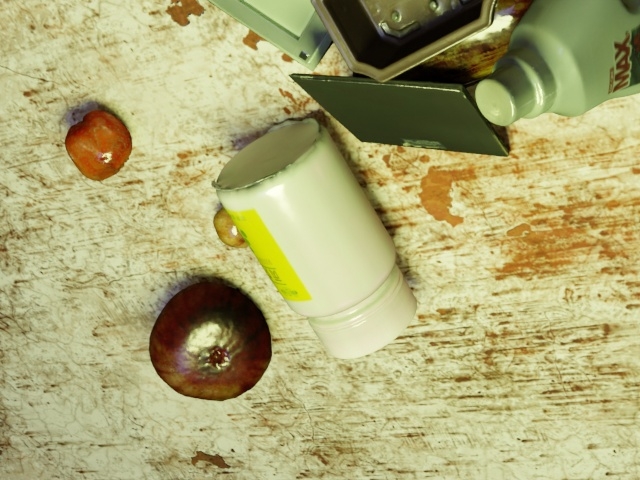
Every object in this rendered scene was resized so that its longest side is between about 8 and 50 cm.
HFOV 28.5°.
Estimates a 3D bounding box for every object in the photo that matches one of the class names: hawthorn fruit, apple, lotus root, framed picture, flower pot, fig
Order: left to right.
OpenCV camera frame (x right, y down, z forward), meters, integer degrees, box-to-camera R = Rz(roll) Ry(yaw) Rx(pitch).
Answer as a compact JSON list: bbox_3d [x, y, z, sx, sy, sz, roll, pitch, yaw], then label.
[{"bbox_3d":[-0.391,-0.170,2.233,0.128,0.128,0.128,14,132,15],"label":"hawthorn fruit"},{"bbox_3d":[-0.207,0.189,2.399,0.235,0.214,0.235,3,105,12],"label":"fig"},{"bbox_3d":[-0.151,-0.028,2.261,0.071,0.084,0.084,12,138,54],"label":"apple"},{"bbox_3d":[0.128,-0.186,1.884,0.255,0.014,0.339,7,170,21],"label":"framed picture"},{"bbox_3d":[0.121,-0.328,1.632,0.251,0.084,0.178,-23,101,38],"label":"flower pot"},{"bbox_3d":[0.200,-0.319,1.756,0.398,0.179,0.195,-16,88,38],"label":"lotus root"}]

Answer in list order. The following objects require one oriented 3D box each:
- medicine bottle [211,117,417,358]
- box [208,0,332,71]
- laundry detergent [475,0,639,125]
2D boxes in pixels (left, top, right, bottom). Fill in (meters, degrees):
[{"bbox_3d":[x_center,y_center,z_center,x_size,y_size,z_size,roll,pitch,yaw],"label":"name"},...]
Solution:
[{"bbox_3d":[0.000,0.000,2.115,0.214,0.213,0.378,-14,120,34],"label":"medicine bottle"},{"bbox_3d":[-0.042,-0.407,1.852,0.225,0.117,0.225,33,135,-3],"label":"box"},{"bbox_3d":[0.348,-0.274,1.577,0.125,0.398,0.264,32,143,38],"label":"laundry detergent"}]
